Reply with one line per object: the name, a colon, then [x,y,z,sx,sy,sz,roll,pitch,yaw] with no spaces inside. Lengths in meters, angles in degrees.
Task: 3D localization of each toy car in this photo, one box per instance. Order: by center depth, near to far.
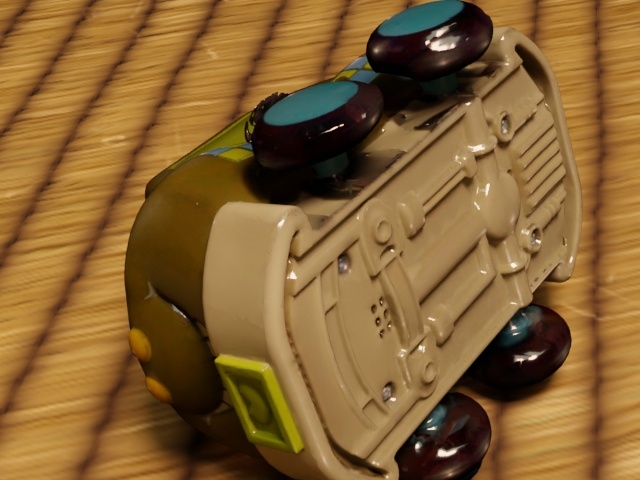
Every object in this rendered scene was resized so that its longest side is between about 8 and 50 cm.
toy car: [0.000,0.000,0.555,0.198,0.204,0.248,5,35,41]
